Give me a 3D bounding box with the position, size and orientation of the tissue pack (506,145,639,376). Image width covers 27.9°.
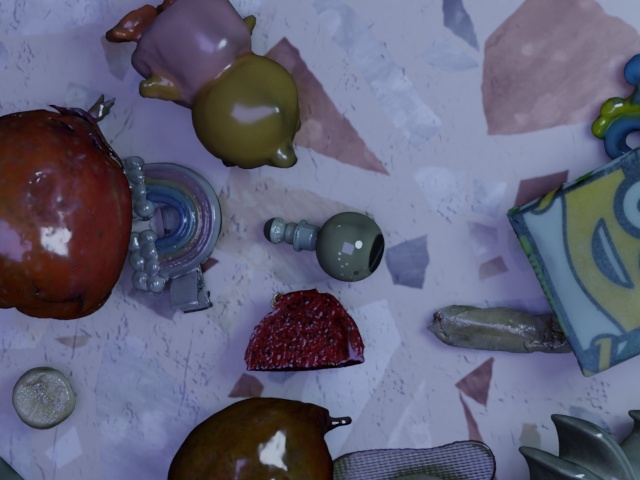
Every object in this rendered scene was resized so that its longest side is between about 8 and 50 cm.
[{"bbox_3d":[0.410,-0.005,1.526,0.311,0.128,0.228,-29,81,31],"label":"tissue pack"}]

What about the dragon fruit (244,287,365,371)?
[{"bbox_3d":[-0.013,0.118,1.679,0.162,0.083,0.106,-7,79,17],"label":"dragon fruit"}]

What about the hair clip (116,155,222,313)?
[{"bbox_3d":[-0.194,-0.012,1.713,0.140,0.054,0.220,-11,88,15],"label":"hair clip"}]

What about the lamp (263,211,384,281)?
[{"bbox_3d":[0.000,0.000,1.672,0.163,0.091,0.091,12,95,24],"label":"lamp"}]

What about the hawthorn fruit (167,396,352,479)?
[{"bbox_3d":[-0.066,0.295,1.645,0.248,0.208,0.208,-42,87,-8],"label":"hawthorn fruit"}]

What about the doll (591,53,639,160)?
[{"bbox_3d":[0.516,-0.117,1.582,0.341,0.099,0.346,42,114,10],"label":"doll"}]

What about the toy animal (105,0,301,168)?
[{"bbox_3d":[-0.123,-0.203,1.634,0.195,0.169,0.281,-35,90,-27],"label":"toy animal"}]

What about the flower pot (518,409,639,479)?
[{"bbox_3d":[0.320,0.383,1.562,0.254,0.164,0.368,9,92,-29],"label":"flower pot"}]

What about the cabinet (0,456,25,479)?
[{"bbox_3d":[-0.469,0.427,1.720,0.150,0.145,0.206,43,98,4],"label":"cabinet"}]

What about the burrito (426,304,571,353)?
[{"bbox_3d":[0.231,0.114,1.656,0.188,0.045,0.058,5,87,10],"label":"burrito"}]

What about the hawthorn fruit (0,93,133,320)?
[{"bbox_3d":[-0.351,-0.057,1.631,0.276,0.276,0.307,24,81,6],"label":"hawthorn fruit"}]

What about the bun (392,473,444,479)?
[{"bbox_3d":[0.116,0.385,1.629,0.183,0.102,0.183,-8,67,19],"label":"bun"}]

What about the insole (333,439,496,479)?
[{"bbox_3d":[0.106,0.311,1.704,0.253,0.005,0.086,-13,92,8],"label":"insole"}]

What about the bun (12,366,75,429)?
[{"bbox_3d":[-0.374,0.211,1.743,0.086,0.055,0.086,0,90,-6],"label":"bun"}]
